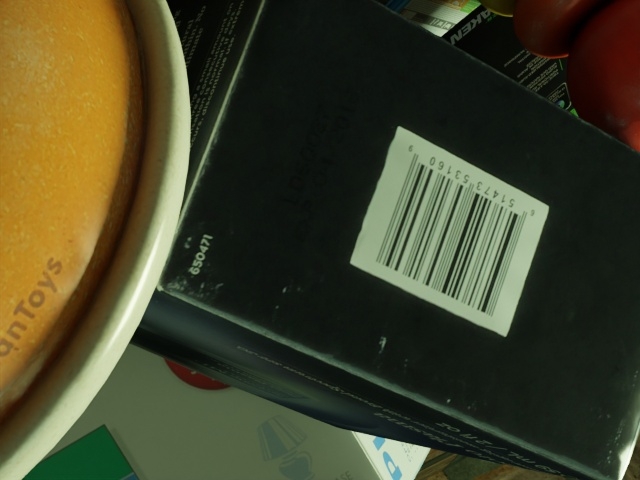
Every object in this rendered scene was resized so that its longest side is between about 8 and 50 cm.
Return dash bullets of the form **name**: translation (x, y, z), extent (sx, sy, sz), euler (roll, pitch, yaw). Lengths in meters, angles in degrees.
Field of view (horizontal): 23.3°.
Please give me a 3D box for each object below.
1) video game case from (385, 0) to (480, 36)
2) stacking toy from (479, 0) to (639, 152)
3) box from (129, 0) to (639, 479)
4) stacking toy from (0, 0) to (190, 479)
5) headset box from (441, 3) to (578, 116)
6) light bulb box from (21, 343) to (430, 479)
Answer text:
- **video game case**: translation (0.105, -0.208, 1.316), extent (0.166, 0.015, 0.119), euler (-43, 160, 22)
- **stacking toy**: translation (0.117, -0.188, 0.881), extent (0.141, 0.330, 0.141), euler (-32, 161, -12)
- **box**: translation (0.000, 0.000, 0.888), extent (0.294, 0.296, 0.183), euler (2, -111, 61)
- **stacking toy**: translation (-0.298, -0.096, 0.555), extent (0.350, 0.350, 0.480), euler (-38, 144, 6)
- **headset box**: translation (0.135, -0.041, 1.194), extent (0.246, 0.131, 0.283), euler (-38, -153, 24)
- **light bulb box**: translation (-0.103, 0.151, 1.277), extent (0.358, 0.225, 0.361), euler (-31, -179, 16)
